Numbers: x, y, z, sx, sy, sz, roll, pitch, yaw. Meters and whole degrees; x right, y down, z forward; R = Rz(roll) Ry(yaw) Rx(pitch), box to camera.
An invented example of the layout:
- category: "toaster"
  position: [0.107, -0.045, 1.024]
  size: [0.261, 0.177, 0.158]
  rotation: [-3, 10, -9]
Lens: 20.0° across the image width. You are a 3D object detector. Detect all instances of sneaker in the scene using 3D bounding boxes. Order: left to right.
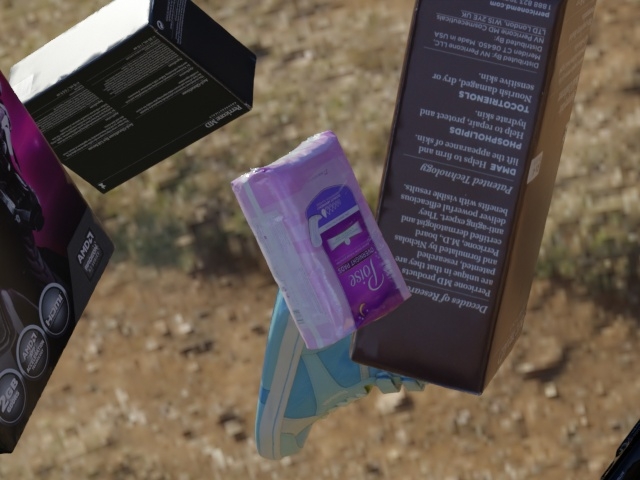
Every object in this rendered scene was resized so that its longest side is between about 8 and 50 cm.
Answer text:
- category: "sneaker"
  position: [0.037, 0.157, 2.061]
  size: [0.208, 0.319, 0.127]
  rotation: [10, 50, -1]

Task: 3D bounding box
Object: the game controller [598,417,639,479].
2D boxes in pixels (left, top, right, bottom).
- category: "game controller"
  position: [0.332, 0.226, 1.629]
  size: [0.319, 0.166, 0.067]
  rotation: [-49, 29, -23]

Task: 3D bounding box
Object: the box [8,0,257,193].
- category: "box"
  position: [-0.236, -0.189, 2.238]
  size: [0.261, 0.184, 0.103]
  rotation: [-27, 40, 31]

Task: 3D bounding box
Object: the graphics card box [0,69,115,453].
- category: "graphics card box"
  position: [-0.309, -0.039, 1.358]
  size: [0.094, 0.371, 0.232]
  rotation: [-5, 42, 27]

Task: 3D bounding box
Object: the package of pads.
- category: "package of pads"
  position: [0.000, 0.000, 0.773]
  size: [0.050, 0.083, 0.032]
  rotation: [-31, 9, -41]

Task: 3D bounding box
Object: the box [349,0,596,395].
- category: "box"
  position: [0.143, -0.072, 1.671]
  size: [0.143, 0.381, 0.191]
  rotation: [16, 20, 13]
